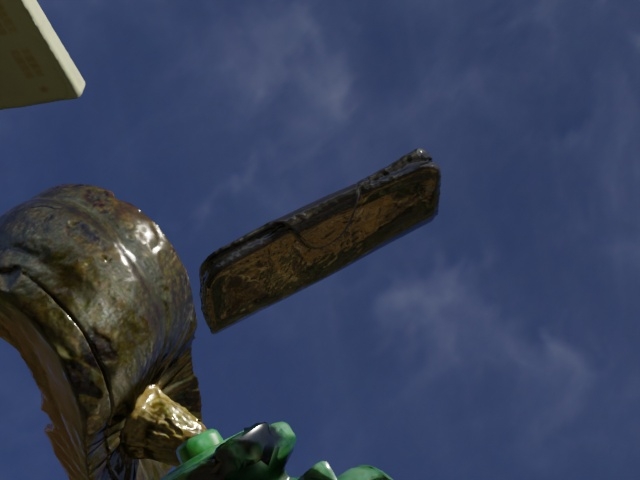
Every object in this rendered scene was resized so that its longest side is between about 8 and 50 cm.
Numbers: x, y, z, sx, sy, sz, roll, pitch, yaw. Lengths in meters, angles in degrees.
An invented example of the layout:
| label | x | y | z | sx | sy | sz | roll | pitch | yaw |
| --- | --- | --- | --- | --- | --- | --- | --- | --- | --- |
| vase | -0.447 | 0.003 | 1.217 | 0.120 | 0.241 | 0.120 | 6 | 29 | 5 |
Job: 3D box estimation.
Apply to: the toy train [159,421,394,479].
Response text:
| label | x | y | z | sx | sy | sz | roll | pitch | yaw |
| --- | --- | --- | --- | --- | --- | --- | --- | --- | --- |
| toy train | -0.077 | 0.194 | 0.816 | 0.145 | 0.266 | 0.202 | 55 | -31 | 8 |

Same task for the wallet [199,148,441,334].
| label | x | y | z | sx | sy | sz | roll | pitch | yaw |
| --- | --- | --- | --- | --- | --- | --- | --- | --- | --- |
| wallet | 0.000 | 0.000 | 0.998 | 0.018 | 0.156 | 0.082 | 57 | -16 | 24 |

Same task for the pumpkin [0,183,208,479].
| label | x | y | z | sx | sy | sz | roll | pitch | yaw |
| --- | --- | --- | --- | --- | --- | --- | --- | --- | --- |
| pumpkin | -0.151 | 0.084 | 1.248 | 0.126 | 0.131 | 0.248 | -18 | -70 | 47 |

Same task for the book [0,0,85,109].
| label | x | y | z | sx | sy | sz | roll | pitch | yaw |
| --- | --- | --- | --- | --- | --- | --- | --- | --- | --- |
| book | -0.313 | -0.145 | 1.041 | 0.295 | 0.020 | 0.208 | -6 | -44 | 22 |
